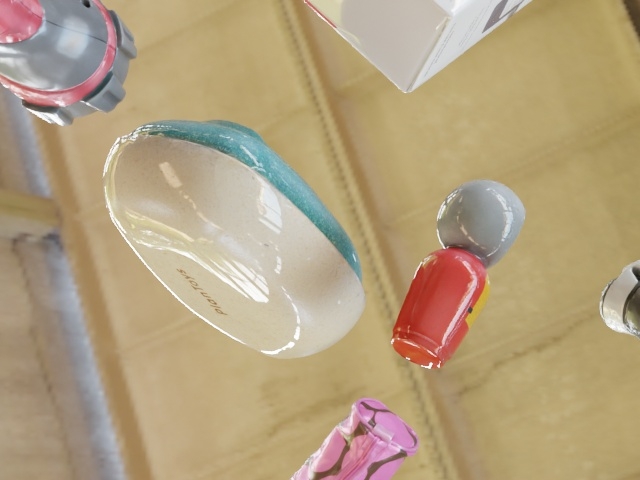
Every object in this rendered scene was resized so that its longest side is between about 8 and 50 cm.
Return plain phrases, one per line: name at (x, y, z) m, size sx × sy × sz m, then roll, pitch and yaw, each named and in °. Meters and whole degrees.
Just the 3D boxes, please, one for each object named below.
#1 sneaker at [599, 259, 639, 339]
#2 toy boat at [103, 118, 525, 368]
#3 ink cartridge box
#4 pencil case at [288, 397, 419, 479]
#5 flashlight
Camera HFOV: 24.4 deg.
sneaker at (0.339, 0.018, 1.154) m, size 0.234 × 0.078 × 0.106 m, roll -33°, pitch -144°, yaw -7°
toy boat at (0.000, 0.000, 1.154) m, size 0.318 × 0.267 × 0.148 m, roll 13°, pitch -117°, yaw 34°
ink cartridge box at (0.094, -0.251, 1.176) m, size 0.172 × 0.237 × 0.100 m, roll 44°, pitch -36°, yaw 10°
pencil case at (0.006, 0.257, 1.511) m, size 0.095 × 0.098 × 0.209 m, roll 43°, pitch -82°, yaw 16°
flashlight at (-0.213, -0.161, 0.992) m, size 0.103 × 0.304 × 0.103 m, roll -42°, pitch -104°, yaw 0°
